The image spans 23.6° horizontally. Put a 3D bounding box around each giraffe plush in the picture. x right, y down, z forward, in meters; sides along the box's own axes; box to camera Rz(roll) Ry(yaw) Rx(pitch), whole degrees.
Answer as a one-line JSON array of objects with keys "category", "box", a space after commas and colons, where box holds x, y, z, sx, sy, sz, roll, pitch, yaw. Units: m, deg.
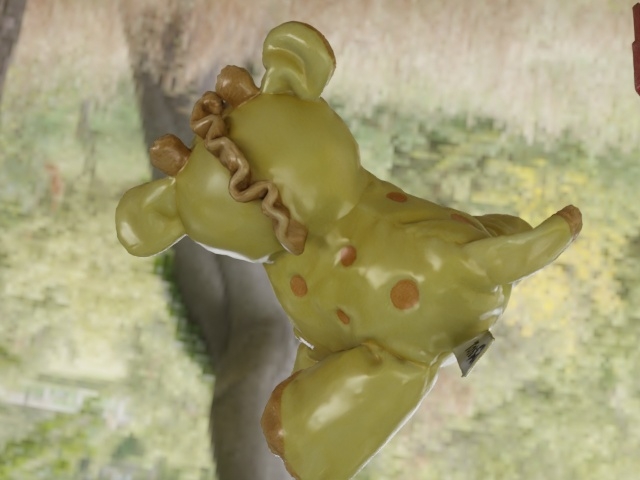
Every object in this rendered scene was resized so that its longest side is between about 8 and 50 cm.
[{"category": "giraffe plush", "box": [0.000, 0.000, 0.726, 0.170, 0.181, 0.210, 42, 167, 2]}]

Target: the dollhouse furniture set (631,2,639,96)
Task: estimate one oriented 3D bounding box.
[{"category": "dollhouse furniture set", "box": [0.420, -0.061, 1.206, 0.201, 0.152, 0.374, -28, 113, 26]}]
